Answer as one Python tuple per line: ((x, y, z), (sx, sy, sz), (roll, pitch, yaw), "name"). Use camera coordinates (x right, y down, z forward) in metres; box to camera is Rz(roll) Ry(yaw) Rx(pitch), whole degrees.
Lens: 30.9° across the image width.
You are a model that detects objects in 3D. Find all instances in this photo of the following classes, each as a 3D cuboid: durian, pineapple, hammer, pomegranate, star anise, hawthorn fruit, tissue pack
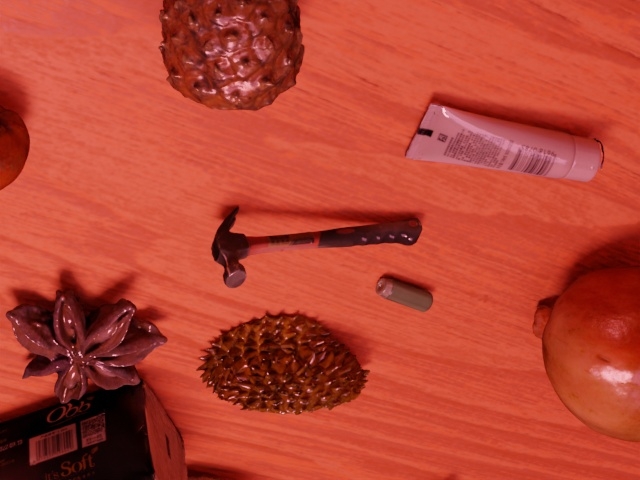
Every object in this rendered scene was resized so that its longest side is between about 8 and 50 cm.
((-0.043, 0.189, 1.622), (0.252, 0.144, 0.139), (-11, 156, -13), "durian")
((-0.091, -0.279, 1.160), (0.157, 0.158, 0.279), (-6, 121, -10), "pineapple")
((0.000, -0.001, 1.467), (0.287, 0.111, 0.033), (-4, 136, -23), "hammer")
((0.419, 0.147, 1.624), (0.270, 0.252, 0.229), (16, 128, 27), "pomegranate")
((-0.299, 0.133, 1.513), (0.196, 0.073, 0.212), (-5, 136, -7), "star anise")
((-0.379, -0.102, 1.248), (0.128, 0.128, 0.128), (-8, 133, -9), "hawthorn fruit")
((-0.371, 0.351, 1.608), (0.369, 0.210, 0.198), (-18, 128, 3), "tissue pack")

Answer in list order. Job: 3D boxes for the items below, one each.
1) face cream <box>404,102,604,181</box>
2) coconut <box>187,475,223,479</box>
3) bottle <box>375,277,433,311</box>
((0.234, -0.116, 1.450), (0.243, 0.058, 0.092), (8, 135, -15), "face cream")
((-0.187, 0.488, 1.764), (0.227, 0.230, 0.227), (-9, 134, -10), "coconut")
((0.116, 0.075, 1.606), (0.083, 0.030, 0.030), (20, 124, -29), "bottle")
